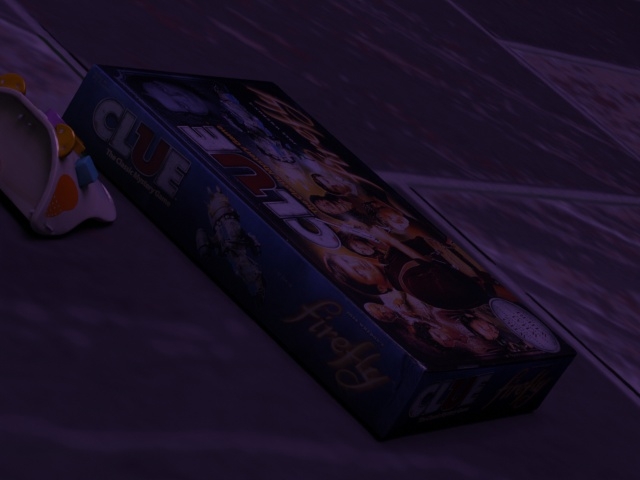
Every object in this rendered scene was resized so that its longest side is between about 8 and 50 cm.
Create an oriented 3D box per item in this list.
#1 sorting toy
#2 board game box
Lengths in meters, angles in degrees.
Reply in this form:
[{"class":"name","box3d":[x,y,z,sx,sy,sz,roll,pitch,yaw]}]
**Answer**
[{"class":"sorting toy","box3d":[-0.126,-0.036,0.897,0.083,0.045,0.075,44,3,28]},{"class":"board game box","box3d":[0.000,0.000,0.986,0.243,0.042,0.165,42,22,24]}]
